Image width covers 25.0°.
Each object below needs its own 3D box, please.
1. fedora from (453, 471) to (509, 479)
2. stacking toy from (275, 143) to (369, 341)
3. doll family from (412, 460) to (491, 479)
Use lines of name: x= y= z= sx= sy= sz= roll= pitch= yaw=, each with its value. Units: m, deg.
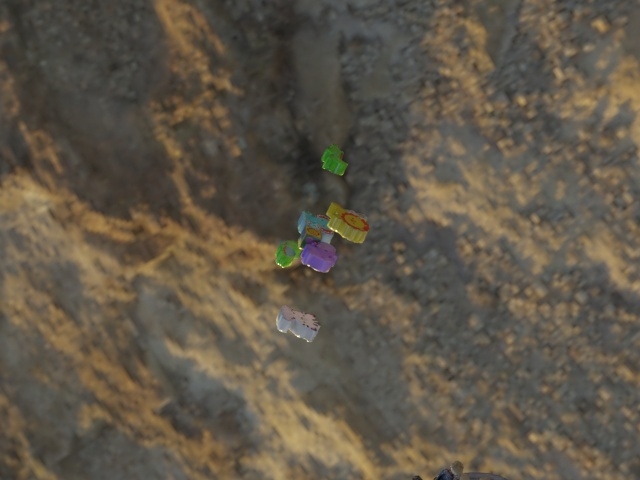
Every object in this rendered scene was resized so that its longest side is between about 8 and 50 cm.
fedora: x=0.186 y=0.448 z=1.859 sx=0.124 sy=0.243 sz=0.275 roll=47 pitch=118 yaw=52
stacking toy: x=0.000 y=0.000 z=1.768 sx=0.052 sy=0.221 sz=0.167 roll=20 pitch=115 yaw=-14
doll family: x=0.184 y=0.356 z=1.737 sx=0.111 sy=0.076 sz=0.193 roll=-47 pitch=67 yaw=33
